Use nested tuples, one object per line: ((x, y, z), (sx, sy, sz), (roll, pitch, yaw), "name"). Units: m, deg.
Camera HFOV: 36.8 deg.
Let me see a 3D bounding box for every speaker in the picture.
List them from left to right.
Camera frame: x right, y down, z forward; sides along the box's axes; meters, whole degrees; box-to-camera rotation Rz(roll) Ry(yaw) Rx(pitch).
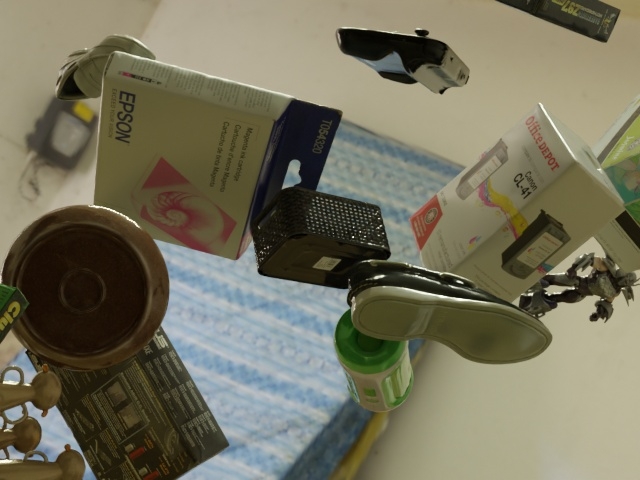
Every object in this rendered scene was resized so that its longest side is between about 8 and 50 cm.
((0.094, 0.206, 1.651), (0.131, 0.131, 0.296), (22, -19, 16), "speaker")

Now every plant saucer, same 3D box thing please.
((-0.235, 0.049, 0.951), (0.168, 0.168, 0.029), (27, 2, -8), "plant saucer")

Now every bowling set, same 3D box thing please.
((-0.400, 0.292, 1.233), (0.154, 0.287, 0.200), (-3, 3, -35), "bowling set")

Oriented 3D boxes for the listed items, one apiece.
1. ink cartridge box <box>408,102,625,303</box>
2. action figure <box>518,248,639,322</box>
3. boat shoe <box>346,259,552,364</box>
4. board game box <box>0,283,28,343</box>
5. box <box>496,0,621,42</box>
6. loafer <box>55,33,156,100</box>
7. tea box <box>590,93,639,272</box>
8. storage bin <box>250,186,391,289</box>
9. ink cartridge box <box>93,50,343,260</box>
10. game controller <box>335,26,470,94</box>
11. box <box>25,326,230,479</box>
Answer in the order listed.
((0.306, -0.042, 1.556), (0.131, 0.306, 0.226), (35, 23, -24), "ink cartridge box")
((0.562, 0.104, 2.100), (0.285, 0.099, 0.185), (-12, -62, 35), "action figure")
((0.180, 0.092, 1.323), (0.302, 0.091, 0.114), (18, -53, -22), "boat shoe")
((-0.394, 0.069, 0.835), (0.259, 0.136, 0.030), (15, -35, 23), "board game box")
((0.309, -0.377, 1.459), (0.183, 0.059, 0.232), (5, 23, -40), "box")
((-0.441, -0.339, 1.952), (0.112, 0.111, 0.319), (36, -23, -31), "loafer")
((0.664, -0.152, 1.710), (0.220, 0.329, 0.323), (49, -30, -6), "tea box")
((0.000, 0.000, 1.429), (0.180, 0.084, 0.122), (12, -38, -31), "storage bin")
((-0.165, -0.102, 1.421), (0.330, 0.071, 0.324), (15, -40, -4), "ink cartridge box")
((0.132, -0.281, 1.479), (0.166, 0.067, 0.319), (20, 6, 15), "game controller")
((-0.305, 0.240, 1.485), (0.242, 0.076, 0.307), (-38, -100, 37), "box")
